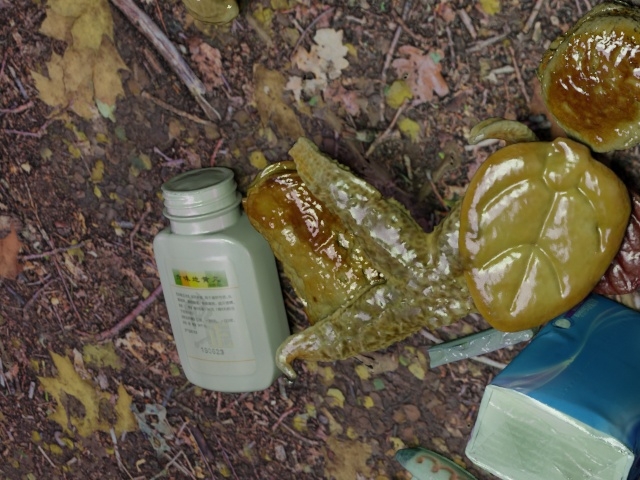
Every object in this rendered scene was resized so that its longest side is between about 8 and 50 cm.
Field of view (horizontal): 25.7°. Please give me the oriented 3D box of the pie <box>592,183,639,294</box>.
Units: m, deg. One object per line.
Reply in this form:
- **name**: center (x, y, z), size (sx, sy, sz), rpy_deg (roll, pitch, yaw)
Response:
- **pie**: center (0.360, -0.002, 1.742), size (0.153, 0.038, 0.153), rpy_deg (14, 119, 27)

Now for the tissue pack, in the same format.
- **tissue pack**: center (0.330, 0.196, 1.713), size (0.198, 0.263, 0.146), rpy_deg (26, 125, 23)

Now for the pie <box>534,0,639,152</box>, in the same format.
- **pie**: center (0.338, -0.188, 1.637), size (0.163, 0.079, 0.193), rpy_deg (42, 131, 6)

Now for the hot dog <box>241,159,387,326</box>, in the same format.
- **hot dog**: center (0.003, 0.001, 1.952), size (0.175, 0.114, 0.259), rpy_deg (-24, 96, 46)

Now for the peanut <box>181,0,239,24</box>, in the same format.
- **peanut**: center (-0.196, -0.383, 1.914), size (0.228, 0.085, 0.104), rpy_deg (42, 139, 9)

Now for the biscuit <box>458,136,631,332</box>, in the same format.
- **biscuit**: center (0.264, -0.002, 1.704), size (0.203, 0.041, 0.260), rpy_deg (18, 110, -3)

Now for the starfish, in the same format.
- **starfish**: center (0.097, 0.006, 1.806), size (0.432, 0.082, 0.324), rpy_deg (-11, 105, 26)

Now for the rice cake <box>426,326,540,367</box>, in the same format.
- **rice cake**: center (0.219, 0.140, 1.912), size (0.180, 0.042, 0.030), rpy_deg (-22, 96, 40)

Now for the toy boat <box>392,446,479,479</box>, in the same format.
- **toy boat**: center (0.179, 0.396, 2.052), size (0.208, 0.079, 0.134), rpy_deg (36, 126, 18)

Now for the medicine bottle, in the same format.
- **medicine bottle**: center (-0.150, 0.059, 2.084), size (0.179, 0.124, 0.324), rpy_deg (2, 116, 33)
